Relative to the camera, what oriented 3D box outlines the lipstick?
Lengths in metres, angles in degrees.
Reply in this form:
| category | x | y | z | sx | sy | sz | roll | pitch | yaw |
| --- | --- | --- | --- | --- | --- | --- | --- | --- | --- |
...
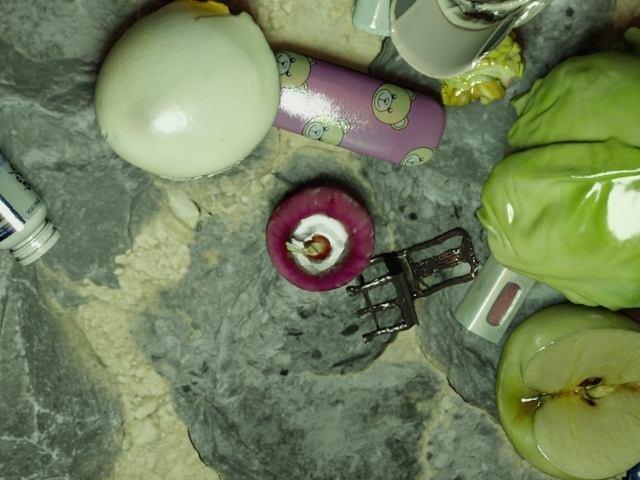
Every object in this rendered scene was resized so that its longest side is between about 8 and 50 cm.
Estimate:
| category | x | y | z | sx | sy | sz | roll | pitch | yaw |
| --- | --- | --- | --- | --- | --- | --- | --- | --- | --- |
| lipstick | 0.327 | 0.046 | 1.917 | 0.079 | 0.077 | 0.253 | 28 | 98 | -21 |

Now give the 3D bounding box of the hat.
| category | x | y | z | sx | sy | sz | roll | pitch | yaw |
| --- | --- | --- | --- | --- | --- | --- | --- | --- | --- |
| hat | 0.232 | -0.340 | 1.714 | 0.219 | 0.164 | 0.226 | 34 | 99 | 24 |

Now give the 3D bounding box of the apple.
| category | x | y | z | sx | sy | sz | roll | pitch | yaw |
| --- | --- | --- | --- | --- | --- | --- | --- | --- | --- |
| apple | 0.434 | 0.248 | 1.923 | 0.257 | 0.233 | 0.295 | -9 | 100 | -21 |

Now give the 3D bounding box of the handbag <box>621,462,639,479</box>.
| category | x | y | z | sx | sy | sz | roll | pitch | yaw |
| --- | --- | --- | --- | --- | --- | --- | --- | --- | --- |
| handbag | 0.683 | 0.428 | 2.088 | 0.260 | 0.113 | 0.162 | -2 | 103 | -7 |

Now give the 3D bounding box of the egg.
| category | x | y | z | sx | sy | sz | roll | pitch | yaw |
| --- | --- | --- | --- | --- | --- | --- | --- | --- | --- |
| egg | -0.202 | -0.211 | 1.670 | 0.286 | 0.174 | 0.264 | -25 | 102 | 10 |

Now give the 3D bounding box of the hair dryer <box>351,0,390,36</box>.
| category | x | y | z | sx | sy | sz | roll | pitch | yaw |
| --- | --- | --- | --- | --- | --- | --- | --- | --- | --- |
| hair dryer | 0.015 | -0.402 | 1.720 | 0.236 | 0.073 | 0.131 | 13 | 107 | -11 |

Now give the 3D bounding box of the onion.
| category | x | y | z | sx | sy | sz | roll | pitch | yaw |
| --- | --- | --- | --- | --- | --- | --- | --- | --- | --- |
| onion | 0.001 | -0.003 | 1.811 | 0.177 | 0.153 | 0.177 | -8 | 110 | -22 |

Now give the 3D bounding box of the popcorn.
| category | x | y | z | sx | sy | sz | roll | pitch | yaw |
| --- | --- | --- | --- | --- | --- | --- | --- | --- | --- |
| popcorn | 0.250 | -0.273 | 1.773 | 0.145 | 0.125 | 0.126 | -16 | 101 | -23 |

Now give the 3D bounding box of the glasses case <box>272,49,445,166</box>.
| category | x | y | z | sx | sy | sz | roll | pitch | yaw |
| --- | --- | --- | --- | --- | --- | --- | --- | --- | --- |
| glasses case | 0.045 | -0.208 | 1.784 | 0.316 | 0.076 | 0.123 | 16 | 106 | -13 |

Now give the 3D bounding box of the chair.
| category | x | y | z | sx | sy | sz | roll | pitch | yaw |
| --- | --- | --- | --- | --- | --- | --- | --- | --- | --- |
| chair | 0.159 | 0.070 | 1.884 | 0.229 | 0.113 | 0.106 | -19 | 112 | 1 |

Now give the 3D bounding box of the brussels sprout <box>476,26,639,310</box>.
| category | x | y | z | sx | sy | sz | roll | pitch | yaw |
| --- | --- | --- | --- | --- | --- | --- | --- | --- | --- |
| brussels sprout | 0.479 | -0.102 | 1.700 | 0.342 | 0.361 | 0.425 | 26 | 84 | -32 |

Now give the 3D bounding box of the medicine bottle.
| category | x | y | z | sx | sy | sz | roll | pitch | yaw |
| --- | --- | --- | --- | --- | --- | --- | --- | --- | --- |
| medicine bottle | -0.492 | -0.057 | 1.732 | 0.107 | 0.107 | 0.191 | -37 | 110 | 4 |
